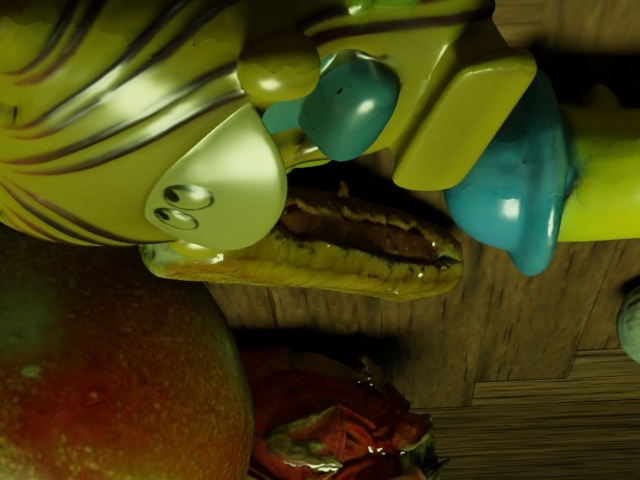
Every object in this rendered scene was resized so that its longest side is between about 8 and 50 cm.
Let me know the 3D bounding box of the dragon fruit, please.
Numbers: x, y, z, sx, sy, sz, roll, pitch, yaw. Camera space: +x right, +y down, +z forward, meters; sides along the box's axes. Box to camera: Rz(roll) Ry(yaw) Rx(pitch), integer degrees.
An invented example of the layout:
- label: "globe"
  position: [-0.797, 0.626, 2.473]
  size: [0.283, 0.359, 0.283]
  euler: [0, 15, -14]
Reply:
- label: "dragon fruit"
  position: [-0.070, 0.216, 1.152]
  size: [0.343, 0.277, 0.277]
  euler: [2, 158, 4]

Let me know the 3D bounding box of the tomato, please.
- label: "tomato"
  position: [-0.200, 0.102, 0.884]
  size: [0.304, 0.239, 0.303]
  euler: [-1, 160, -1]

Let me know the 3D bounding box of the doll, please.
- label: "doll"
  position: [0.226, -0.044, 0.703]
  size: [0.363, 0.145, 0.199]
  euler: [-9, 163, 34]

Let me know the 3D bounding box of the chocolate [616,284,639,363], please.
- label: "chocolate"
  position: [0.283, 0.048, 1.019]
  size: [0.072, 0.072, 0.167]
  euler: [15, 152, -35]

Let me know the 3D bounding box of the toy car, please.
- label: "toy car"
  position: [-0.038, -0.069, 0.557]
  size: [0.248, 0.142, 0.200]
  euler: [-14, 156, -23]

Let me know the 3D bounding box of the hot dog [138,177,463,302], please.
- label: "hot dog"
  position: [-0.001, 0.004, 0.846]
  size: [0.088, 0.061, 0.286]
  euler: [-13, 168, 26]
